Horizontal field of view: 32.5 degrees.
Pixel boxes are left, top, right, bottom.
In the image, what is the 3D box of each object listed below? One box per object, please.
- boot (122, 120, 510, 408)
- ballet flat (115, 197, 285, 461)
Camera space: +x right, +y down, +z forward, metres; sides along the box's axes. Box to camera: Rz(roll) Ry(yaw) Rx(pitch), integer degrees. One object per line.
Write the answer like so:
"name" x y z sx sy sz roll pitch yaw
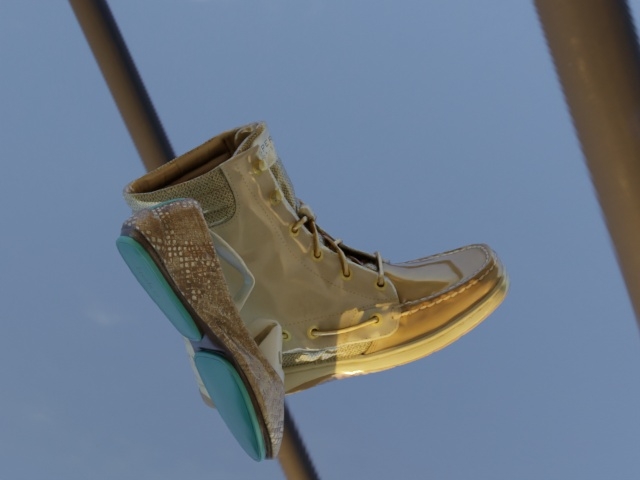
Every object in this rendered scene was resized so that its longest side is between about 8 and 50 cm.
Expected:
"boot" 0.000 0.000 0.842 0.262 0.095 0.203 -18 -70 4
"ballet flat" -0.062 0.059 0.752 0.067 0.073 0.206 -39 -61 -26
